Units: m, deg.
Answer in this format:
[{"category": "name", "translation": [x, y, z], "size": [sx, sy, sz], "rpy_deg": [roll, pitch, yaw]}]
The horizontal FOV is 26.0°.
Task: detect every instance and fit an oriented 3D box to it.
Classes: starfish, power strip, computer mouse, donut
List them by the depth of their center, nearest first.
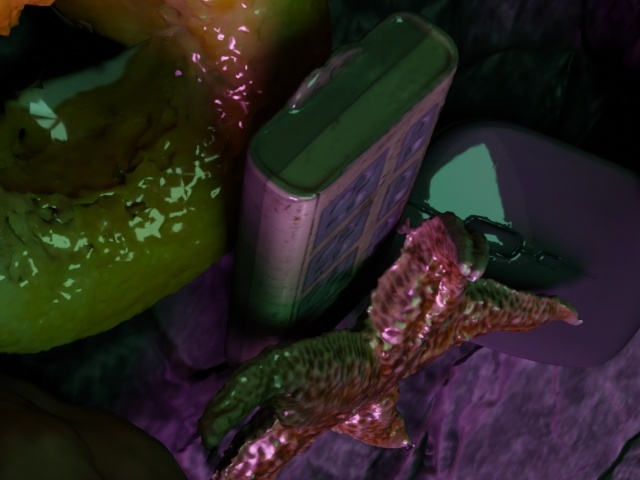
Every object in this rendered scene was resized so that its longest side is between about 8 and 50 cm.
[{"category": "donut", "translation": [-0.103, -0.069, 0.521], "size": [0.253, 0.118, 0.253], "rpy_deg": [-30, 143, -26]}, {"category": "power strip", "translation": [0.000, 0.000, 0.598], "size": [0.092, 0.034, 0.268], "rpy_deg": [-44, 167, -21]}, {"category": "starfish", "translation": [0.020, 0.069, 0.647], "size": [0.277, 0.062, 0.236], "rpy_deg": [-18, 150, -51]}, {"category": "computer mouse", "translation": [0.127, 0.006, 0.762], "size": [0.232, 0.057, 0.120], "rpy_deg": [18, 102, -42]}]

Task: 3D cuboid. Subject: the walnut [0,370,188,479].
[{"category": "walnut", "translation": [-0.160, 0.186, 0.512], "size": [0.296, 0.285, 0.285], "rpy_deg": [-37, 131, -23]}]
